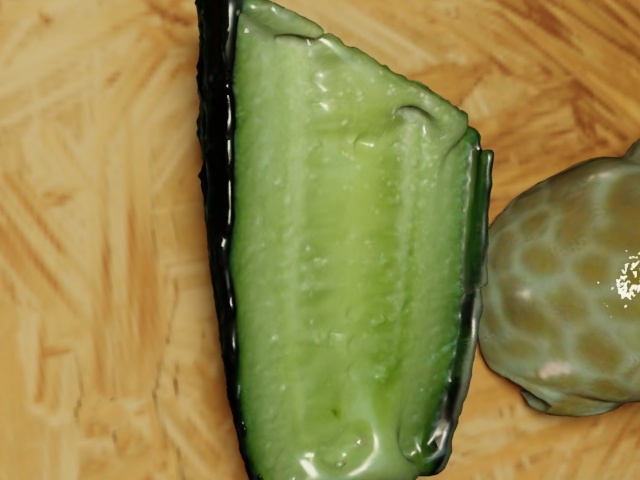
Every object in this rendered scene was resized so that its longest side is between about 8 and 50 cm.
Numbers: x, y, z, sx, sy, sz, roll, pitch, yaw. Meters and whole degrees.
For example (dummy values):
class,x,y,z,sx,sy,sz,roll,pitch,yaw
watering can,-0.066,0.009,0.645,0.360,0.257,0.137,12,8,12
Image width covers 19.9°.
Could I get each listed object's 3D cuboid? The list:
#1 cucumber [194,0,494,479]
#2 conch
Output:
class,x,y,z,sx,sy,sz,roll,pitch,yaw
cucumber,0.000,0.000,0.697,0.115,0.085,0.193,-7,97,-31
conch,0.150,0.009,0.778,0.173,0.106,0.116,-17,77,-17
